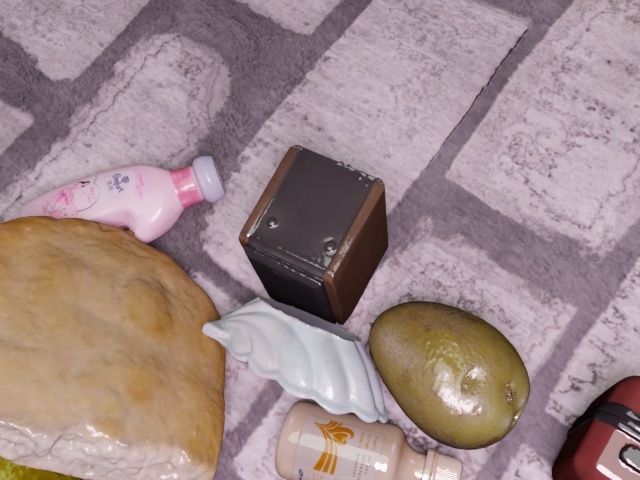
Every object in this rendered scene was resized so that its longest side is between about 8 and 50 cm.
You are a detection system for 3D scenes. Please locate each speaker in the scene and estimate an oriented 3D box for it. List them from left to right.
[{"bbox_3d":[0.000,0.000,1.118,0.153,0.231,0.192,24,72,15],"label":"speaker"}]

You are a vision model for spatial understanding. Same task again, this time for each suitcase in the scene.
[{"bbox_3d":[0.456,0.313,0.931,0.297,0.236,0.161,33,76,19],"label":"suitcase"}]

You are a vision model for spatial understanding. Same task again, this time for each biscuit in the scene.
[{"bbox_3d":[-0.314,0.136,1.038,0.429,0.104,0.446,25,37,-15],"label":"biscuit"}]

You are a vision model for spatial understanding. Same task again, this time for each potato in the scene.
[{"bbox_3d":[0.172,0.180,1.066,0.251,0.159,0.174,34,45,26],"label":"potato"}]

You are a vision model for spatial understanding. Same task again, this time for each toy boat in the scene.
[{"bbox_3d":[-0.023,0.160,1.067,0.290,0.199,0.100,22,91,18],"label":"toy boat"}]

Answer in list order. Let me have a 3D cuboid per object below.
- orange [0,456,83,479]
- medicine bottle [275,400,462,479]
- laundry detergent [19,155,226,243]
[{"bbox_3d":[-0.447,0.350,1.007,0.301,0.300,0.223,20,33,6],"label":"orange"},{"bbox_3d":[0.069,0.308,1.046,0.252,0.114,0.114,12,70,10],"label":"medicine bottle"},{"bbox_3d":[-0.327,-0.054,1.257,0.335,0.088,0.159,-19,71,-2],"label":"laundry detergent"}]
